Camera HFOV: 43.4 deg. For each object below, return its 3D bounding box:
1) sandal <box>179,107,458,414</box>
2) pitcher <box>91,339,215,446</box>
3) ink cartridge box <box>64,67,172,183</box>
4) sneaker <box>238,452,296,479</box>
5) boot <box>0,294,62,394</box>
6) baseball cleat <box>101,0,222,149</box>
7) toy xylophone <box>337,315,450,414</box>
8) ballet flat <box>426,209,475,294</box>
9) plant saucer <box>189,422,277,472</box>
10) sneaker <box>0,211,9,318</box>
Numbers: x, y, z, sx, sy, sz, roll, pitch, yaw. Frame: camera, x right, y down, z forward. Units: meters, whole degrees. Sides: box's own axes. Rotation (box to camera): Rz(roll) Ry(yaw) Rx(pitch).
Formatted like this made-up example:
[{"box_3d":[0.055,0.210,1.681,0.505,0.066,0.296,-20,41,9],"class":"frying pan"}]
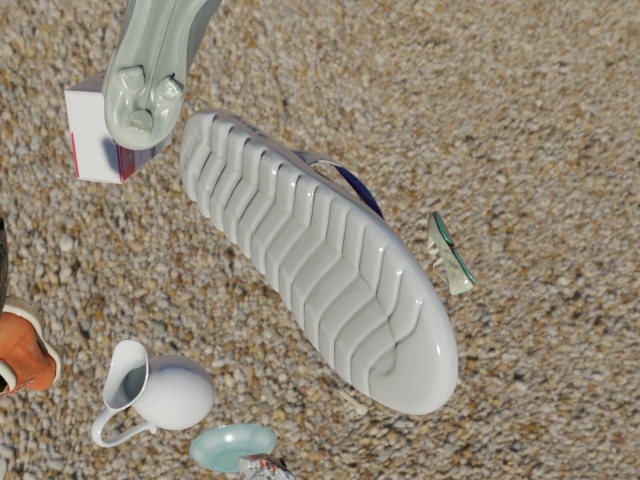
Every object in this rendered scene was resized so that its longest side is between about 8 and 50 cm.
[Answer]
[{"box_3d":[0.004,-0.011,0.808,0.102,0.169,0.416,-21,55,-38],"class":"sandal"},{"box_3d":[-0.281,0.271,1.350,0.125,0.207,0.178,26,84,34],"class":"pitcher"},{"box_3d":[-0.379,-0.234,1.540,0.100,0.172,0.237,6,27,12],"class":"ink cartridge box"},{"box_3d":[-0.080,0.391,1.381,0.064,0.157,0.061,-12,98,-36],"class":"sneaker"},{"box_3d":[-0.322,0.133,0.851,0.059,0.158,0.085,11,55,5],"class":"boot"},{"box_3d":[-0.113,-0.166,0.570,0.072,0.109,0.206,24,88,-26],"class":"baseball cleat"},{"box_3d":[0.148,0.243,1.545,0.236,0.323,0.081,-18,62,2],"class":"toy xylophone"},{"box_3d":[0.209,0.020,1.378,0.057,0.052,0.168,39,23,-50],"class":"ballet flat"},{"box_3d":[-0.188,0.464,1.752,0.194,0.195,0.037,7,45,-21],"class":"plant saucer"},{"box_3d":[-0.400,0.073,0.498,0.257,0.169,0.448,4,30,8],"class":"sneaker"}]
